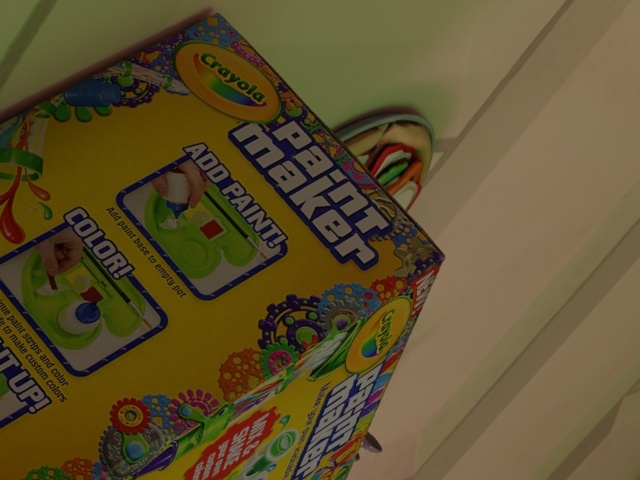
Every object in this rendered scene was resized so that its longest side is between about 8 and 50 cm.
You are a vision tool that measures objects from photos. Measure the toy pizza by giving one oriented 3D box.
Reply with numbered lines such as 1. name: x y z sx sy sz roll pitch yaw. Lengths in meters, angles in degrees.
1. toy pizza: 0.000 0.000 1.227 0.201 0.032 0.201 -36 160 -16

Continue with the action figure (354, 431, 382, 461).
1. action figure: -0.051 0.230 1.583 0.232 0.063 0.137 -45 164 20

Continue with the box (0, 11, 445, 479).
1. box: -0.126 0.087 0.963 0.279 0.177 0.290 -32 158 -28
